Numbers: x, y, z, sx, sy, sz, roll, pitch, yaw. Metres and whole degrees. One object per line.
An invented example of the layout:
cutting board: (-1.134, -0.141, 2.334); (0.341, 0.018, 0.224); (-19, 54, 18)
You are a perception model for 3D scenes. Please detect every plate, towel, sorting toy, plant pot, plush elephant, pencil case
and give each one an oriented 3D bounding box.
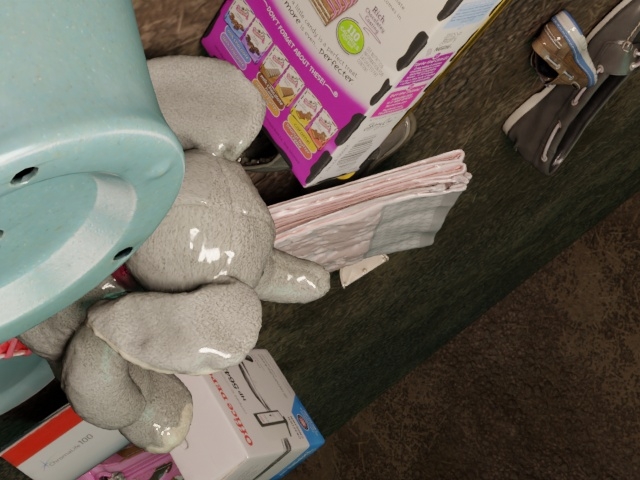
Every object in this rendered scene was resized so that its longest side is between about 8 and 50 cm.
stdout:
plate: (-0.367, 0.159, 1.380); (0.188, 0.024, 0.188); (-33, 165, -10)
towel: (0.000, 0.000, 1.407); (0.316, 0.053, 0.332); (-17, 170, -6)
sorting toy: (0.055, 0.039, 1.873); (0.083, 0.045, 0.075); (-32, 172, -11)
plant pot: (-0.200, -0.088, 0.543); (0.271, 0.255, 0.272); (-31, 164, -10)
plush elephant: (-0.118, 0.011, 0.965); (0.255, 0.272, 0.330); (-3, 159, 31)
pencil case: (-0.238, 0.333, 1.935); (0.386, 0.167, 0.160); (-22, 125, -40)

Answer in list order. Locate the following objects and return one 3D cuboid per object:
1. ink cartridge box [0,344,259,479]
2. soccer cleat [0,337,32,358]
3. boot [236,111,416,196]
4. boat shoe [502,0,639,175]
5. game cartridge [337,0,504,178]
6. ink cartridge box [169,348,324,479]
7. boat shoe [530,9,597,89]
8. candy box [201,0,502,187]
ink cartridge box: (-0.236, 0.204, 1.520); (0.308, 0.091, 0.385); (-34, 179, 1)
soccer cleat: (-0.252, 0.059, 1.138); (0.318, 0.116, 0.109); (-27, 163, -28)
boot: (-0.015, -0.086, 1.282); (0.208, 0.076, 0.190); (-19, 157, -51)
boat shoe: (0.383, -0.217, 1.666); (0.112, 0.095, 0.335); (-19, 158, -45)
game cartridge: (0.144, -0.216, 1.074); (0.285, 0.052, 0.323); (-48, 178, 42)
ink cartridge box: (-0.102, 0.210, 1.449); (0.086, 0.148, 0.203); (-39, 162, 17)
boat shoe: (0.298, -0.229, 1.534); (0.066, 0.066, 0.183); (-32, 155, 9)
candy box: (0.022, -0.174, 0.928); (0.071, 0.159, 0.233); (-21, 160, -44)
